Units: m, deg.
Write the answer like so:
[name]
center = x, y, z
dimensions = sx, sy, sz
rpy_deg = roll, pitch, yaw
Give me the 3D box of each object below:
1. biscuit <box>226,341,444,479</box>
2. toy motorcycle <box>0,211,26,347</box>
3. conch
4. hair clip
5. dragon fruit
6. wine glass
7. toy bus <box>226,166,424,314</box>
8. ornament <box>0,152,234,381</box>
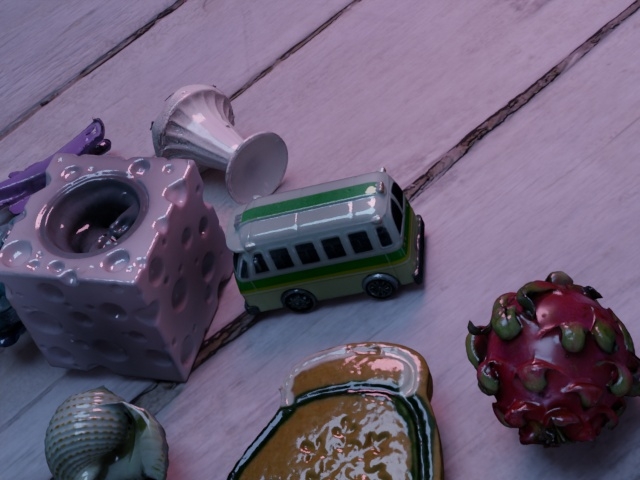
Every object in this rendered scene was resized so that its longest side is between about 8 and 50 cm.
[biscuit]
center = 0.014, 0.286, 1.620
dimensions = 0.287, 0.057, 0.343
rpy_deg = -9, 56, 18
[toy motorcycle]
center = -0.478, 0.040, 2.062
dimensions = 0.206, 0.154, 0.260
rpy_deg = -17, 39, 38
[conch]
center = -0.289, 0.299, 1.770
dimensions = 0.172, 0.131, 0.200
rpy_deg = 0, 86, -1
[hair clip]
center = -0.481, -0.112, 2.324
dimensions = 0.278, 0.090, 0.137
rpy_deg = -30, 54, 10
[dragon fruit]
center = 0.289, 0.144, 1.578
dimensions = 0.218, 0.273, 0.198
rpy_deg = 1, 94, 23
[wine glass]
center = -0.160, -0.155, 2.137
dimensions = 0.196, 0.165, 0.165
rpy_deg = 30, 67, 37
[toy bus]
center = 0.000, 0.000, 1.881
dimensions = 0.276, 0.164, 0.133
rpy_deg = -12, 43, 18
[ornament]
center = -0.299, 0.038, 1.928
dimensions = 0.239, 0.239, 0.240
rpy_deg = 5, 51, 20
